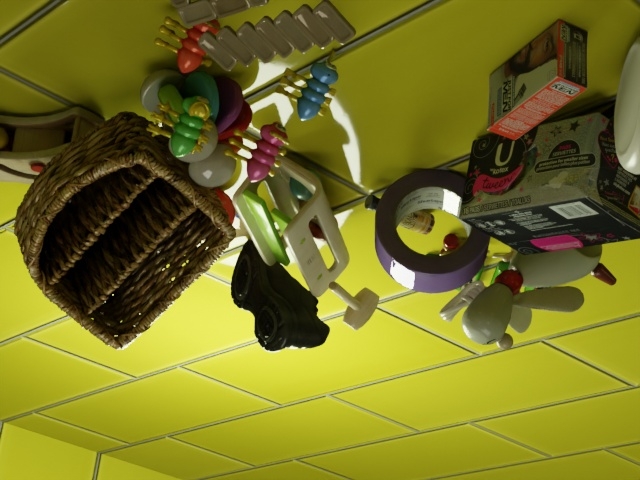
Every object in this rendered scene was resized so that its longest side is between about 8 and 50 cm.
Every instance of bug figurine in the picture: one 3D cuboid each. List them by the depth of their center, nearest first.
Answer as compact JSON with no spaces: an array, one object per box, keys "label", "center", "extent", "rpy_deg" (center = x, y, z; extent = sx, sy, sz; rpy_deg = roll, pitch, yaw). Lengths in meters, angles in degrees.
[{"label":"bug figurine","center":[-0.106,-0.197,1.813],"extent":[0.279,0.216,0.072],"rpy_deg":[19,-171,-26]}]

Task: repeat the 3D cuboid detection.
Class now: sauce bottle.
[{"label":"sauce bottle","center":[0.134,-0.046,2.234],"extent":[0.128,0.042,0.042],"rpy_deg":[18,152,-25]}]

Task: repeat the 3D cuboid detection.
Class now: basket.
[{"label":"basket","center":[-0.315,-0.019,2.007],"extent":[0.299,0.223,0.213],"rpy_deg":[-42,139,18]}]

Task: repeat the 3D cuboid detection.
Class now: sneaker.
[{"label":"sneaker","center":[-0.075,0.105,2.363],"extent":[0.130,0.286,0.109],"rpy_deg":[9,124,-30]}]

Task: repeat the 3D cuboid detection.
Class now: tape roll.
[{"label":"tape roll","center":[0.181,-0.015,2.118],"extent":[0.189,0.189,0.080],"rpy_deg":[4,154,5]}]

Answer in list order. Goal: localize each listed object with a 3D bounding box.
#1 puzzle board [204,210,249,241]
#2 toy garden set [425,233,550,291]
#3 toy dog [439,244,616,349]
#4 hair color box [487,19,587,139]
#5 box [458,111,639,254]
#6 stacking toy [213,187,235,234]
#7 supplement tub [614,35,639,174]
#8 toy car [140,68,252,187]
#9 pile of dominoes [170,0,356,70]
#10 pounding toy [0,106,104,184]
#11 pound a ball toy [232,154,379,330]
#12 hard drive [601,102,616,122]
[{"label":"puzzle board","center":[-0.184,-0.029,2.383],"extent":[0.128,0.011,0.096],"rpy_deg":[-11,148,32]},{"label":"toy garden set","center":[0.313,0.062,2.407],"extent":[0.244,0.049,0.204],"rpy_deg":[6,155,1]},{"label":"toy dog","center":[0.372,0.077,2.135],"extent":[0.161,0.333,0.220],"rpy_deg":[49,170,-4]},{"label":"hair color box","center":[0.294,-0.216,1.782],"extent":[0.053,0.093,0.167],"rpy_deg":[18,152,-23]},{"label":"box","center":[0.356,-0.083,1.957],"extent":[0.163,0.142,0.247],"rpy_deg":[27,156,-35]},{"label":"stacking toy","center":[-0.302,-0.023,2.295],"extent":[0.330,0.141,0.141],"rpy_deg":[-8,151,21]},{"label":"supplement tub","center":[0.537,-0.168,1.710],"extent":[0.272,0.191,0.191],"rpy_deg":[7,155,0]},{"label":"toy car","center":[-0.170,-0.182,1.936],"extent":[0.136,0.159,0.182],"rpy_deg":[-33,148,1]},{"label":"pile of dominoes","center":[-0.082,-0.320,1.647],"extent":[0.251,0.040,0.196],"rpy_deg":[-8,121,38]},{"label":"pounding toy","center":[-0.427,-0.117,2.088],"extent":[0.269,0.155,0.154],"rpy_deg":[6,158,-3]},{"label":"pound a ball toy","center":[0.000,0.000,2.217],"extent":[0.208,0.136,0.319],"rpy_deg":[33,166,24]},{"label":"hard drive","center":[0.474,-0.161,1.934],"extent":[0.135,0.022,0.094],"rpy_deg":[17,153,-20]}]
